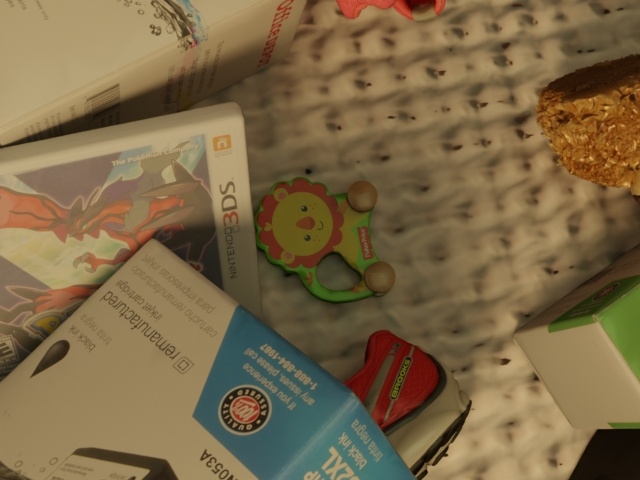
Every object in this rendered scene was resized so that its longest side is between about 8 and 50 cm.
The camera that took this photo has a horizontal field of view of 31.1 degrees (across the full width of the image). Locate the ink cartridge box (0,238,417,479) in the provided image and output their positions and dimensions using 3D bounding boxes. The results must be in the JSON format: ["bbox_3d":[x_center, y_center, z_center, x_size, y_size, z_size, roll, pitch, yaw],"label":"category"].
[{"bbox_3d":[-0.127,0.180,0.692,0.307,0.129,0.223,-45,47,-12],"label":"ink cartridge box"}]

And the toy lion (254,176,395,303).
[{"bbox_3d":[0.000,0.000,0.862,0.096,0.034,0.100,-12,82,-4],"label":"toy lion"}]

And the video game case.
[{"bbox_3d":[-0.142,0.005,0.771,0.201,0.183,0.023,-13,43,-11],"label":"video game case"}]

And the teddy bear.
[{"bbox_3d":[0.333,-0.111,0.835,0.338,0.245,0.113,-24,104,-14],"label":"teddy bear"}]

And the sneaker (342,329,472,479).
[{"bbox_3d":[-0.023,0.171,0.803,0.279,0.107,0.118,-39,69,-17],"label":"sneaker"}]

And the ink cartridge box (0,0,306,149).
[{"bbox_3d":[-0.149,-0.173,0.796,0.233,0.171,0.168,-29,85,-14],"label":"ink cartridge box"}]

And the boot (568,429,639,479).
[{"bbox_3d":[0.248,0.199,0.836,0.305,0.112,0.115,-45,103,-7],"label":"boot"}]

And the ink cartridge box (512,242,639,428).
[{"bbox_3d":[0.270,0.038,0.830,0.219,0.160,0.092,-33,88,-13],"label":"ink cartridge box"}]

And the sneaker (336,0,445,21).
[{"bbox_3d":[0.062,-0.225,0.820,0.116,0.314,0.136,-10,101,30],"label":"sneaker"}]
